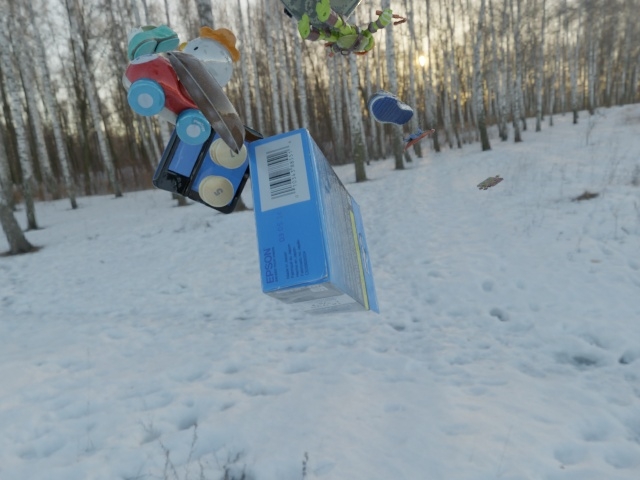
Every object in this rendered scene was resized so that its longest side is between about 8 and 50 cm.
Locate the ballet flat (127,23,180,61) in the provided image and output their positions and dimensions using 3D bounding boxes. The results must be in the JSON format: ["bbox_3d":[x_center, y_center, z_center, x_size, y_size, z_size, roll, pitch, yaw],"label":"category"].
[{"bbox_3d":[-0.506,-0.578,1.392,0.083,0.087,0.247,-48,8,33],"label":"ballet flat"}]

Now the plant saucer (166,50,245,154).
[{"bbox_3d":[-0.158,-0.202,0.693,0.029,0.168,0.168,-36,18,-8],"label":"plant saucer"}]

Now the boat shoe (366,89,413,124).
[{"bbox_3d":[0.155,-0.322,1.149,0.066,0.066,0.183,-47,-24,23],"label":"boat shoe"}]

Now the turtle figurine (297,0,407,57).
[{"bbox_3d":[0.056,-0.494,1.165,0.217,0.087,0.269,0,1,-41],"label":"turtle figurine"}]

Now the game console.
[{"bbox_3d":[-0.338,-0.253,1.486,0.173,0.293,0.250,24,3,13],"label":"game console"}]

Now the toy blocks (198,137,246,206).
[{"bbox_3d":[-0.185,-0.127,0.873,0.054,0.123,0.148,19,4,-21],"label":"toy blocks"}]

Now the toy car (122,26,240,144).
[{"bbox_3d":[-0.284,-0.374,1.049,0.210,0.238,0.219,31,19,-32],"label":"toy car"}]

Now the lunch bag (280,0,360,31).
[{"bbox_3d":[0.030,-0.730,1.350,0.305,0.212,0.256,-47,12,19],"label":"lunch bag"}]

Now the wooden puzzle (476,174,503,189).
[{"bbox_3d":[0.446,-0.152,1.263,0.083,0.006,0.049,-32,21,-16],"label":"wooden puzzle"}]

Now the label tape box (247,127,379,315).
[{"bbox_3d":[0.000,0.000,0.823,0.106,0.240,0.334,-13,-20,14],"label":"label tape box"}]

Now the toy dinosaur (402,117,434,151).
[{"bbox_3d":[0.257,-0.268,1.253,0.082,0.090,0.047,-2,-12,13],"label":"toy dinosaur"}]
